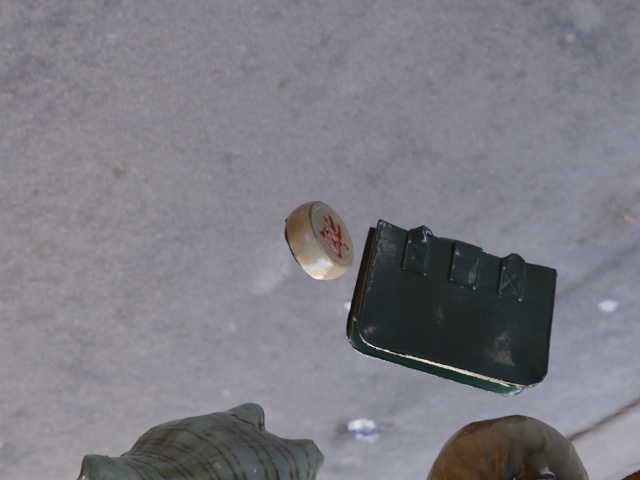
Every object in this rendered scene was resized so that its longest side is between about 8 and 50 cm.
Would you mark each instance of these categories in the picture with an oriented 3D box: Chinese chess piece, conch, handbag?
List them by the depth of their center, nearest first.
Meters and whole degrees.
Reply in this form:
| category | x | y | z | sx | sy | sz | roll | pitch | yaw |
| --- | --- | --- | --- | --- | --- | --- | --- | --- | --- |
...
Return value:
| category | x | y | z | sx | sy | sz | roll | pitch | yaw |
| --- | --- | --- | --- | --- | --- | --- | --- | --- | --- |
| conch | -0.072 | 0.249 | 1.038 | 0.170 | 0.203 | 0.386 | -23 | 141 | 9 |
| Chinese chess piece | 0.000 | 0.000 | 1.609 | 0.051 | 0.122 | 0.122 | -29 | 143 | 27 |
| handbag | 0.218 | 0.111 | 1.768 | 0.327 | 0.238 | 0.089 | 16 | 156 | -5 |

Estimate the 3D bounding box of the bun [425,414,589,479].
| category | x | y | z | sx | sy | sz | roll | pitch | yaw |
| --- | --- | --- | --- | --- | --- | --- | --- | --- | --- |
| bun | 0.281 | 0.387 | 1.582 | 0.273 | 0.272 | 0.168 | -2 | 173 | -15 |

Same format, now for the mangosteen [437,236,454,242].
| category | x | y | z | sx | sy | sz | roll | pitch | yaw |
| --- | --- | --- | --- | --- | --- | --- | --- | --- | --- |
| mangosteen | 0.217 | 0.068 | 1.938 | 0.137 | 0.137 | 0.151 | 1 | 134 | -20 |

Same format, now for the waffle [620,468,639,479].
| category | x | y | z | sx | sy | sz | roll | pitch | yaw |
| --- | --- | --- | --- | --- | --- | --- | --- | --- | --- |
| waffle | 0.444 | 0.397 | 1.342 | 0.281 | 0.301 | 0.058 | -41 | 116 | 0 |
